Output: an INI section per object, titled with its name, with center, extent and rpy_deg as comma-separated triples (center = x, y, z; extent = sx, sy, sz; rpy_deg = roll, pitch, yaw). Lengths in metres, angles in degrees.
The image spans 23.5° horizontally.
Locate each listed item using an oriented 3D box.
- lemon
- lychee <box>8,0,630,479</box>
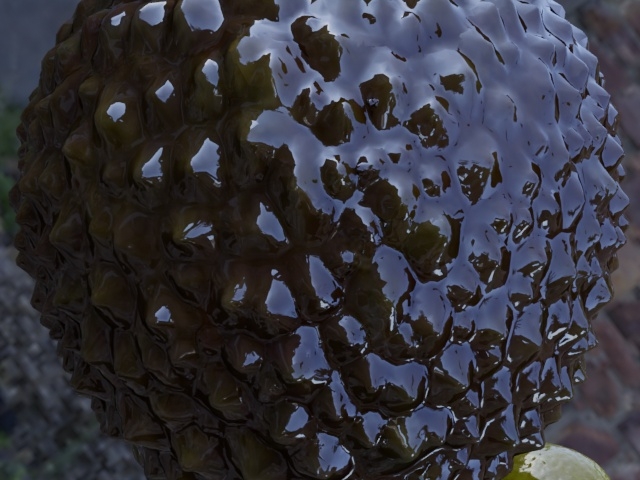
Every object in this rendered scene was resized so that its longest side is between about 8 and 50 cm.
[lemon]
center = 0.109, 0.130, 0.730
extent = 0.092, 0.065, 0.065
rpy_deg = 24, 2, 8
[lychee]
center = 0.000, 0.000, 0.629
extent = 0.267, 0.267, 0.267
rpy_deg = 53, 6, -8
